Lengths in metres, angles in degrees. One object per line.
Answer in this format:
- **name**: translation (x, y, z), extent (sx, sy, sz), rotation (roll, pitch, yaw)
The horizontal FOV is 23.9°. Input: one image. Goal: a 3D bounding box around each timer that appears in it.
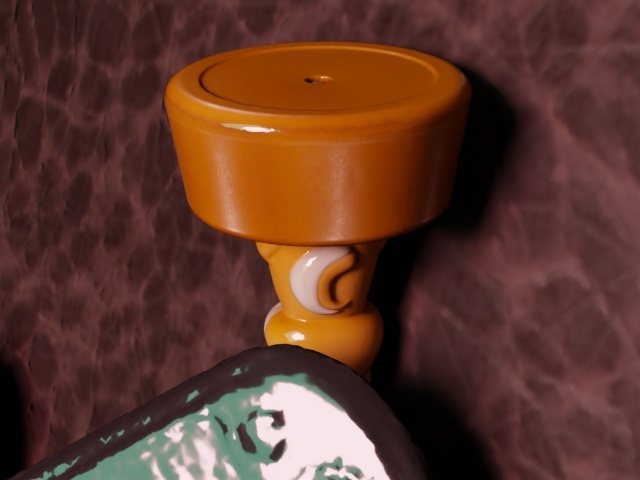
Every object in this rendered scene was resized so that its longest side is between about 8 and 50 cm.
- **timer**: translation (0.000, 0.000, 0.673), extent (0.132, 0.132, 0.152), rotation (25, 123, 48)

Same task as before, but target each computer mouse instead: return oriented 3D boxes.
- **computer mouse**: translation (-0.053, 0.157, 0.673), extent (0.269, 0.100, 0.170), rotation (-27, 70, 19)
